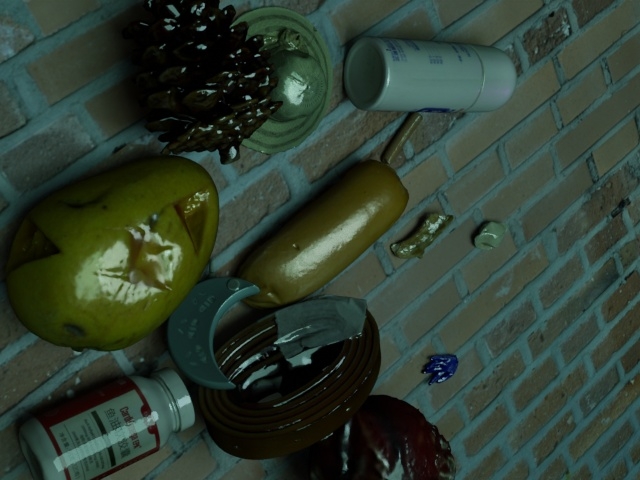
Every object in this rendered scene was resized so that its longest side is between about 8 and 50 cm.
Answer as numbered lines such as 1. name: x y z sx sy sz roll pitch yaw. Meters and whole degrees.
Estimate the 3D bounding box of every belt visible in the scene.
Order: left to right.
1. belt: -0.044 0.227 1.603 0.338 0.217 0.122 -30 153 -16

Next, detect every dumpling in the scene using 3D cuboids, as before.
1. dumpling: 0.348 -0.010 1.947 0.052 0.057 0.076 37 48 1

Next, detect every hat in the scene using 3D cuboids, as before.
1. hat: -0.053 -0.257 1.555 0.252 0.110 0.252 -10 107 -34

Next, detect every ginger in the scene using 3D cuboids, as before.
1. ginger: 0.199 -0.009 1.837 0.137 0.044 0.057 -42 151 -13

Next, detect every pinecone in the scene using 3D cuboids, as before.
1. pinecone: -0.172 -0.245 1.405 0.224 0.224 0.273 -18 88 -31

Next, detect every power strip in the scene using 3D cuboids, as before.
1. power strip: -0.180 0.133 1.552 0.137 0.044 0.216 9 66 3

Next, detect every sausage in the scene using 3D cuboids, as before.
1. sausage: 0.003 0.002 1.659 0.354 0.116 0.134 -42 128 -16
2. sausage: 0.151 -0.190 1.768 0.026 0.026 0.116 42 77 -35

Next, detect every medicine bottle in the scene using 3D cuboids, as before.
1. medicine bottle: -0.330 0.294 1.477 0.250 0.131 0.131 -22 113 -29
2. medicine bottle: 0.214 -0.297 1.722 0.340 0.130 0.130 -5 104 -35

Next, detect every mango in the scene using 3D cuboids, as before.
1. mango: -0.297 0.010 1.416 0.365 0.182 0.253 -47 122 -30

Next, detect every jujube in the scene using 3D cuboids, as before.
1. jujube: 0.119 0.429 1.740 0.258 0.258 0.377 -54 138 -12

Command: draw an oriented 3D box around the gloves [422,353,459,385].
1. gloves: 0.246 0.264 1.944 0.086 0.026 0.064 -7 107 -34
